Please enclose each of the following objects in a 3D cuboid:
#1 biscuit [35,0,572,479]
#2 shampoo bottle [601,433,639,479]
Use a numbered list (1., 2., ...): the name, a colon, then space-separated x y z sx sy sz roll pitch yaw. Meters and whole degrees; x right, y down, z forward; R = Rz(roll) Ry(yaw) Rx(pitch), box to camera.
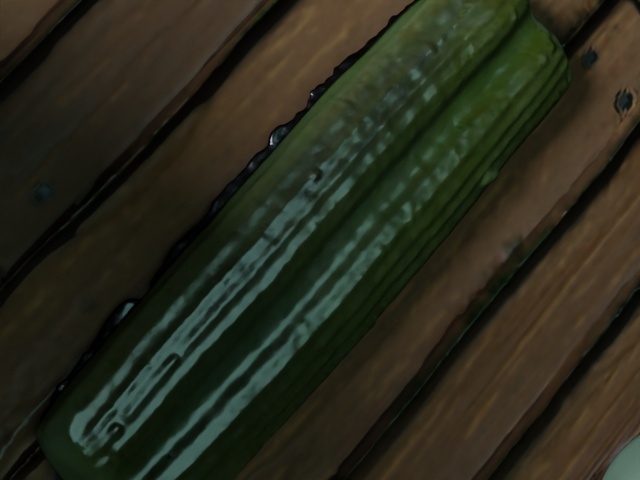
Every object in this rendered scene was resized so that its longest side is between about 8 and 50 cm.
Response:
1. biscuit: 0.000 0.000 0.591 0.322 0.038 0.099 -48 112 -14
2. shampoo bottle: 0.285 0.170 0.552 0.222 0.349 0.151 -1 94 -23
